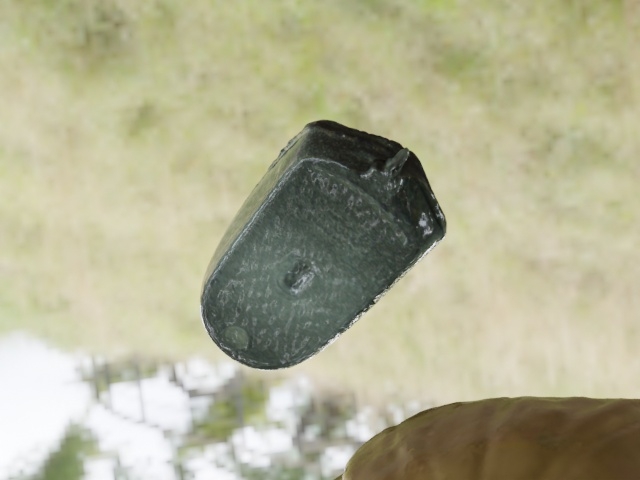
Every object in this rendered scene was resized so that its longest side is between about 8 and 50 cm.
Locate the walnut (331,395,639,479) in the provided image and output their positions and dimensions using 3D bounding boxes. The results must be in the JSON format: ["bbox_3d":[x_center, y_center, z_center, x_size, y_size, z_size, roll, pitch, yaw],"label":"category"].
[{"bbox_3d":[0.094,0.165,0.788,0.228,0.228,0.228,-7,-176,0],"label":"walnut"}]

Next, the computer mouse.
[{"bbox_3d":[0.001,-0.002,1.263,0.229,0.113,0.068,-47,-174,39],"label":"computer mouse"}]
